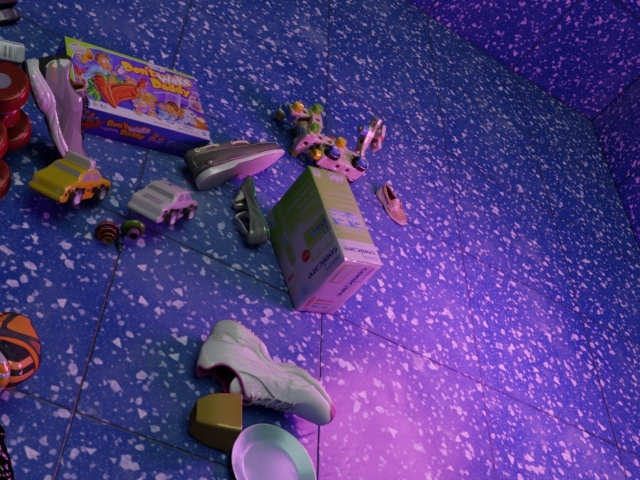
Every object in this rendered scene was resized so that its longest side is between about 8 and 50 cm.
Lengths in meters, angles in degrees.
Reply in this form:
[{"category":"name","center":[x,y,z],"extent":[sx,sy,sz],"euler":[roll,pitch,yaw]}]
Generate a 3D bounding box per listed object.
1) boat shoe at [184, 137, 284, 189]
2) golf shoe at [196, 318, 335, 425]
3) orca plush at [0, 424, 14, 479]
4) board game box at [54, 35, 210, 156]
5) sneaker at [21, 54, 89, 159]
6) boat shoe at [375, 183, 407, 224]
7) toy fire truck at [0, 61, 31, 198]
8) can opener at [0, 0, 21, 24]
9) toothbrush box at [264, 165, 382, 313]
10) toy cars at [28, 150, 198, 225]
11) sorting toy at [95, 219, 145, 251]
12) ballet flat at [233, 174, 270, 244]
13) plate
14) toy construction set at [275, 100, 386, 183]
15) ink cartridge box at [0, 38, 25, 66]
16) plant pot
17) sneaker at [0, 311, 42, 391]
[{"category":"boat shoe","center":[-0.210,-0.209,2.086],"extent":[0.305,0.109,0.091],"euler":[-23,75,-48]},{"category":"golf shoe","center":[-0.114,0.292,1.666],"extent":[0.306,0.115,0.140],"euler":[35,46,0]},{"category":"orca plush","center":[-0.517,0.320,1.237],"extent":[0.151,0.102,0.287],"euler":[4,50,-42]},{"category":"board game box","center":[-0.454,-0.338,2.014],"extent":[0.347,0.078,0.233],"euler":[11,45,-36]},{"category":"sneaker","center":[-0.522,-0.260,1.733],"extent":[0.108,0.271,0.100],"euler":[-22,45,-14]},{"category":"boat shoe","center":[0.212,-0.106,2.435],"extent":[0.050,0.045,0.135],"euler":[-15,63,-50]},{"category":"toy fire truck","center":[-0.694,-0.225,1.574],"extent":[0.254,0.169,0.302],"euler":[15,58,-9]},{"category":"can opener","center":[-0.777,-0.538,1.931],"extent":[0.073,0.059,0.186],"euler":[50,35,11]},{"category":"toothbrush box","center":[0.000,0.000,1.981],"extent":[0.122,0.206,0.283],"euler":[9,48,-39]},{"category":"toy cars","center":[-0.414,-0.115,1.757],"extent":[0.393,0.087,0.176],"euler":[12,17,-36]},{"category":"sorting toy","center":[-0.412,-0.009,1.723],"extent":[0.102,0.061,0.042],"euler":[-1,50,-15]},{"category":"ballet flat","center":[-0.176,-0.077,2.019],"extent":[0.068,0.072,0.213],"euler":[-10,51,-13]},{"category":"plate","center":[-0.091,0.437,1.590],"extent":[0.188,0.024,0.188],"euler":[25,39,-22]},{"category":"toy construction set","center":[0.038,-0.286,2.386],"extent":[0.327,0.151,0.215],"euler":[6,47,-25]},{"category":"ink cartridge box","center":[-0.746,-0.372,1.691],"extent":[0.223,0.224,0.045],"euler":[6,82,-39]},{"category":"plant pot","center":[-0.197,0.333,1.555],"extent":[0.083,0.081,0.081],"euler":[14,43,-19]},{"category":"sneaker","center":[-0.596,0.150,1.347],"extent":[0.321,0.125,0.180],"euler":[29,9,9]}]
